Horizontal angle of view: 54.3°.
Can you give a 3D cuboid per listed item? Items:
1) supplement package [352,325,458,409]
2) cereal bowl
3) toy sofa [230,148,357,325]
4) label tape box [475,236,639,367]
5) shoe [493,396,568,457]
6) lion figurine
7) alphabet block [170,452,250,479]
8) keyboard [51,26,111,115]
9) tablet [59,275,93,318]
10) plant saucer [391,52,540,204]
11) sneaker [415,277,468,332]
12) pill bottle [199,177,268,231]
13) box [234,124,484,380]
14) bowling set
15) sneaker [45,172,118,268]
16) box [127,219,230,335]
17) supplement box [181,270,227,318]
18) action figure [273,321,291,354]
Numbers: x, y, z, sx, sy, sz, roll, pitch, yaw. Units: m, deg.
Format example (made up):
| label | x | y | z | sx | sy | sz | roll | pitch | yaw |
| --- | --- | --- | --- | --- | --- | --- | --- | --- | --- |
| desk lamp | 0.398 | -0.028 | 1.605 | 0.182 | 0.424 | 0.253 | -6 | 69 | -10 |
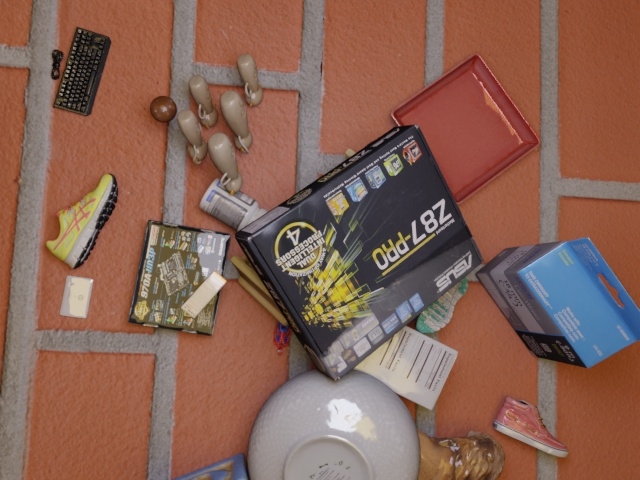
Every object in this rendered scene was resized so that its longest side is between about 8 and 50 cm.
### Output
| label | x | y | z | sx | sy | sz | roll | pitch | yaw |
| --- | --- | --- | --- | --- | --- | --- | --- | --- | --- |
| supplement package | 0.137 | 0.234 | 1.310 | 0.244 | 0.139 | 0.133 | 27 | 83 | -6 |
| cereal bowl | 0.020 | 0.417 | 1.172 | 0.339 | 0.141 | 0.338 | 0 | 92 | 6 |
| toy sofa | 0.000 | 0.000 | 1.309 | 0.150 | 0.177 | 0.362 | 40 | 76 | 21 |
| label tape box | 0.480 | 0.129 | 1.268 | 0.106 | 0.334 | 0.240 | -36 | 91 | -9 |
| shoe | 0.477 | 0.412 | 1.382 | 0.178 | 0.063 | 0.081 | 23 | 88 | -1 |
| lion figurine | 0.182 | 0.434 | 1.293 | 0.392 | 0.142 | 0.240 | 35 | 96 | -12 |
| alphabet block | -0.207 | 0.561 | 1.211 | 0.194 | 0.192 | 0.197 | -19 | 89 | -7 |
| keyboard | -0.521 | -0.362 | 1.323 | 0.108 | 0.023 | 0.180 | 14 | 83 | -7 |
| tablet | -0.506 | 0.117 | 1.295 | 0.054 | 0.006 | 0.083 | 9 | 85 | -8 |
| plant saucer | 0.327 | -0.252 | 1.422 | 0.259 | 0.048 | 0.258 | -36 | 91 | -10 |
| sneaker | 0.255 | 0.141 | 1.357 | 0.065 | 0.076 | 0.166 | 47 | 64 | -3 |
| pill bottle | -0.179 | -0.066 | 1.319 | 0.137 | 0.078 | 0.078 | 32 | 82 | -4 |
| box | 0.085 | 0.016 | 1.172 | 0.395 | 0.097 | 0.318 | -35 | 109 | -18 |
| bowling set | -0.236 | -0.250 | 1.299 | 0.200 | 0.154 | 0.286 | 8 | 60 | 12 |
| sneaker | -0.489 | -0.052 | 1.274 | 0.094 | 0.081 | 0.208 | 27 | 83 | -3 |
| box | -0.292 | 0.078 | 1.305 | 0.175 | 0.051 | 0.220 | 10 | 85 | -8 |
| supplement box | -0.234 | 0.107 | 1.254 | 0.036 | 0.062 | 0.098 | 42 | 80 | -6 |
| action figure | -0.080 | 0.188 | 1.340 | 0.038 | 0.030 | 0.115 | 9 | 86 | -12 |
